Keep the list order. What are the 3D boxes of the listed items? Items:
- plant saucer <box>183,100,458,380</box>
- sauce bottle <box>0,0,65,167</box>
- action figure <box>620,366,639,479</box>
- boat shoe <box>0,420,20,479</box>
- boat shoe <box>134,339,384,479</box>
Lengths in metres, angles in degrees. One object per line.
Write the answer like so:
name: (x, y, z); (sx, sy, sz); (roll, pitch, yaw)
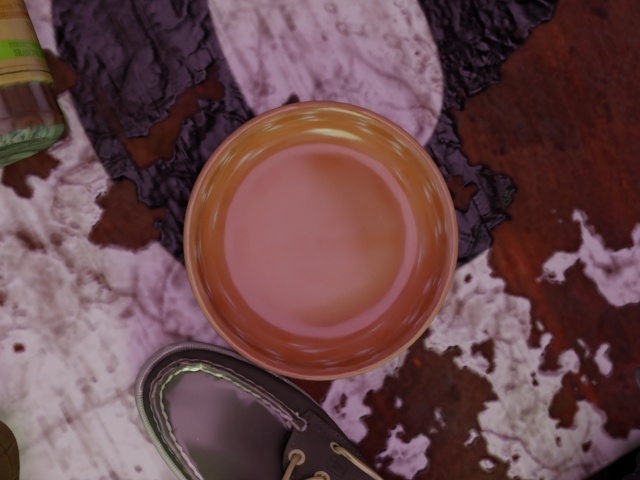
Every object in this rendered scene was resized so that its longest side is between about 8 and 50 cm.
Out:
plant saucer: (0.000, 0.000, 0.663); (0.200, 0.037, 0.200); (0, 89, -11)
sauce bottle: (-0.268, -0.212, 0.575); (0.111, 0.111, 0.344); (-20, 95, -10)
action figure: (0.223, 0.270, 0.608); (0.330, 0.178, 0.341); (36, 80, -41)
boat shoe: (-0.267, 0.249, 0.592); (0.089, 0.104, 0.285); (6, 82, 27)
boat shoe: (-0.005, 0.186, 0.634); (0.305, 0.091, 0.109); (45, 82, -8)
